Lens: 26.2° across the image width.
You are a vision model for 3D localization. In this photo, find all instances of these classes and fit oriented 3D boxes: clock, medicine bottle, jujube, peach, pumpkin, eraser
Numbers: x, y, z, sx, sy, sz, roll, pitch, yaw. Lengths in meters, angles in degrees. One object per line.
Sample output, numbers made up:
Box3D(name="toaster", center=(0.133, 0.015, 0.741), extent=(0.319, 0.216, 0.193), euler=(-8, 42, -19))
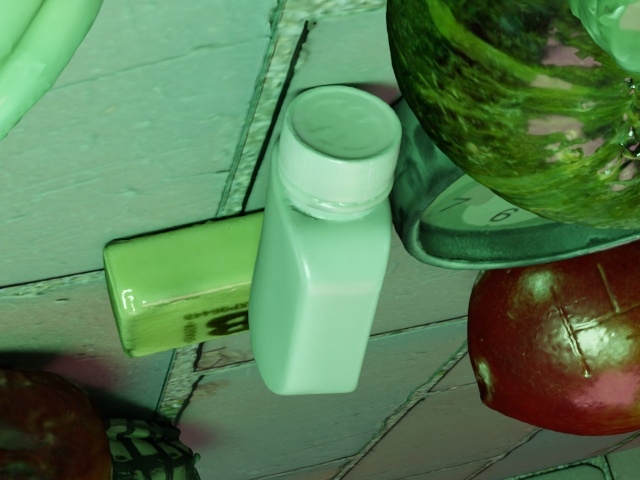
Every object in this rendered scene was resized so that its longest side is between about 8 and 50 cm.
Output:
Box3D(name="clock", center=(0.190, -0.067, 0.863), extent=(0.318, 0.066, 0.319), euler=(-14, 161, -5))
Box3D(name="medicine bottle", center=(0.000, 0.000, 0.800), extent=(0.069, 0.119, 0.183), euler=(-1, 136, -10))
Box3D(name="jujube", center=(-0.286, 0.174, 1.034), extent=(0.243, 0.183, 0.183), euler=(-10, 162, -29))
Box3D(name="peach", center=(0.204, 0.065, 1.080), extent=(0.197, 0.197, 0.197), euler=(-14, 162, -5))
Box3D(name="pumpkin", center=(0.134, -0.104, 0.562), extent=(0.223, 0.157, 0.224), euler=(-4, 148, -3))
Box3D(name="eraser", center=(-0.059, 0.027, 0.946), extent=(0.172, 0.058, 0.117), euler=(-12, 161, -11))

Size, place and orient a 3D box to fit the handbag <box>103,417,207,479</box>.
Box3D(name="handbag", center=(-0.294, 0.268, 1.314), extent=(0.325, 0.163, 0.327), euler=(-17, 168, 11))

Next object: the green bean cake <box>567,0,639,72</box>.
Box3D(name="green bean cake", center=(0.139, -0.174, 0.342), extent=(0.222, 0.125, 0.227), euler=(-19, 144, 0))

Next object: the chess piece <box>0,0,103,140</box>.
Box3D(name="chess piece", center=(-0.172, -0.115, 0.250), extent=(0.175, 0.176, 0.298), euler=(-21, 160, 15))
